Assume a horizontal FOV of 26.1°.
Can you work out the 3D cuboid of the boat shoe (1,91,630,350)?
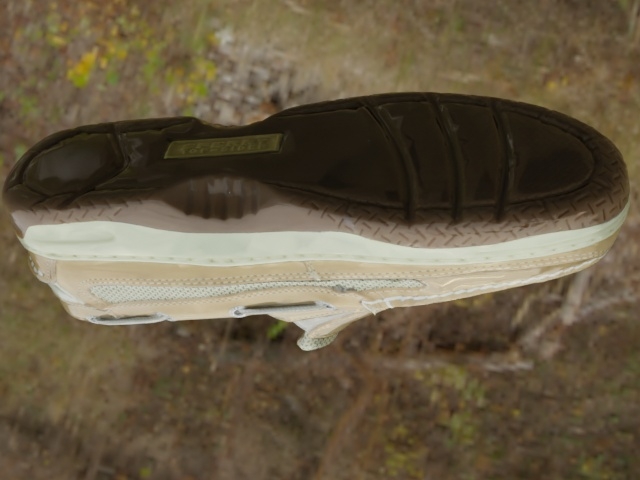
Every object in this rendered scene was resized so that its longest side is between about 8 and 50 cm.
[{"bbox_3d":[0.000,0.000,0.426,0.189,0.068,0.072,2,128,19],"label":"boat shoe"}]
